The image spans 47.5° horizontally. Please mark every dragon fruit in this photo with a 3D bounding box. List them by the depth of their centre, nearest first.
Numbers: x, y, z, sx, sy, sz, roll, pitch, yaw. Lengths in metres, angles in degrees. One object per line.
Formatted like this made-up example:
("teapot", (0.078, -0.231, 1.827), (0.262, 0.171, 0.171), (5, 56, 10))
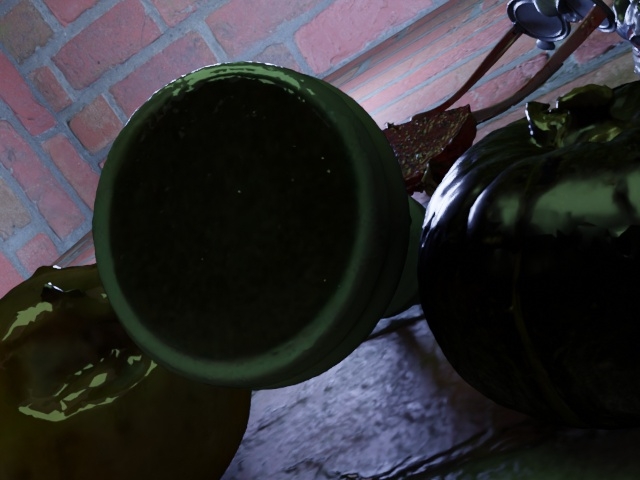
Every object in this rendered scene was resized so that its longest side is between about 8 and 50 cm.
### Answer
("dragon fruit", (0.122, -0.090, 0.890), (0.162, 0.083, 0.106), (-7, 50, 37))

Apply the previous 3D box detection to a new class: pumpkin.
("pumpkin", (0.161, -0.006, 0.401), (0.238, 0.159, 0.238), (-32, 11, 7))

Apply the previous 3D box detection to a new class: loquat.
("loquat", (-0.165, 0.127, 0.580), (0.243, 0.244, 0.244), (-31, 16, 10))

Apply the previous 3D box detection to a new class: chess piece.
("chess piece", (0.000, 0.000, 0.536), (0.194, 0.195, 0.299), (-29, -15, 18))

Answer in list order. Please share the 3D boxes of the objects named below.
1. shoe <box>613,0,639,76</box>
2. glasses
("shoe", (0.357, -0.221, 0.703), (0.099, 0.126, 0.227), (-30, 15, 6))
("glasses", (0.270, -0.232, 1.027), (0.268, 0.118, 0.234), (-49, 18, 0))
